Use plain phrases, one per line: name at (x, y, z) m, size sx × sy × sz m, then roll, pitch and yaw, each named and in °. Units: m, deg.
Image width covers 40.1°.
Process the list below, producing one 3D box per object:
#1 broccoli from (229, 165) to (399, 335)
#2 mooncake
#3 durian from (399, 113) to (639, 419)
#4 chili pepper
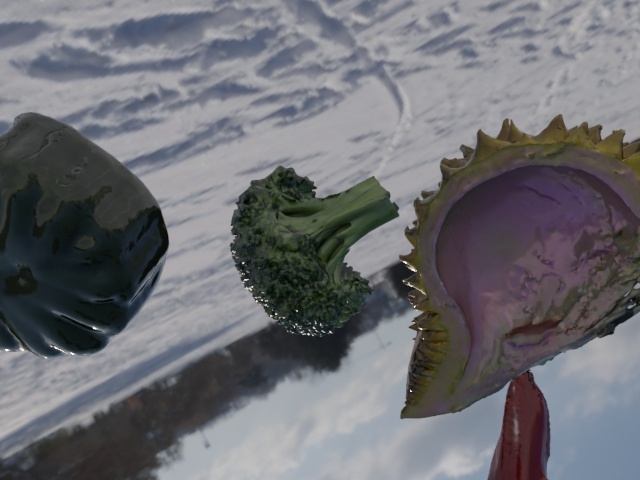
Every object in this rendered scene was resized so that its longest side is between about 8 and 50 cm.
broccoli at (-0.008, 0.018, 1.587) m, size 0.302 × 0.249 × 0.375 m, roll -13°, pitch -141°, yaw -6°
mooncake at (-0.395, 0.011, 1.222) m, size 0.351 × 0.351 × 0.187 m, roll -30°, pitch -158°, yaw 29°
durian at (0.153, -0.007, 0.737) m, size 0.305 × 0.186 × 0.195 m, roll -53°, pitch -171°, yaw 36°
chili pepper at (0.268, 0.366, 1.195) m, size 0.110 × 0.387 × 0.110 m, roll 11°, pitch 162°, yaw 4°
